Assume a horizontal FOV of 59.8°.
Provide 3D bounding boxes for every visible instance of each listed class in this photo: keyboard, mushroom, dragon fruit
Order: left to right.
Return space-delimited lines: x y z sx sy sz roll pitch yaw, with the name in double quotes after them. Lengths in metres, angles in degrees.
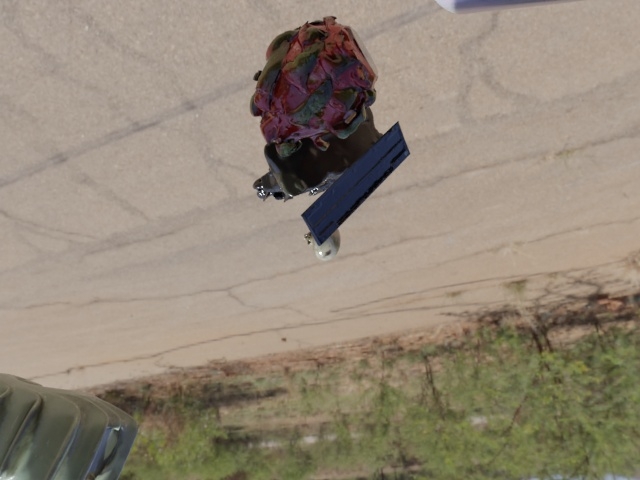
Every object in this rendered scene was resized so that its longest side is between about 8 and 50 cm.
-0.010 -0.202 0.755 0.172 0.160 0.166 -28 150 19 "dragon fruit"
0.000 0.000 1.182 0.079 0.085 0.085 3 164 24 "mushroom"
0.053 -0.079 0.758 0.010 0.198 0.064 26 154 45 "keyboard"

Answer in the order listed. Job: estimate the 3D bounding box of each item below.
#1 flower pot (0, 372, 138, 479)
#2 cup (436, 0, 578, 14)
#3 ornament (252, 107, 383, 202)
-0.480 0.348 1.007 0.254 0.165 0.367 17 161 7 "flower pot"
0.281 -0.369 0.546 0.371 0.254 0.253 16 178 42 "cup"
-0.015 -0.133 1.056 0.251 0.106 0.260 -27 175 -21 "ornament"
